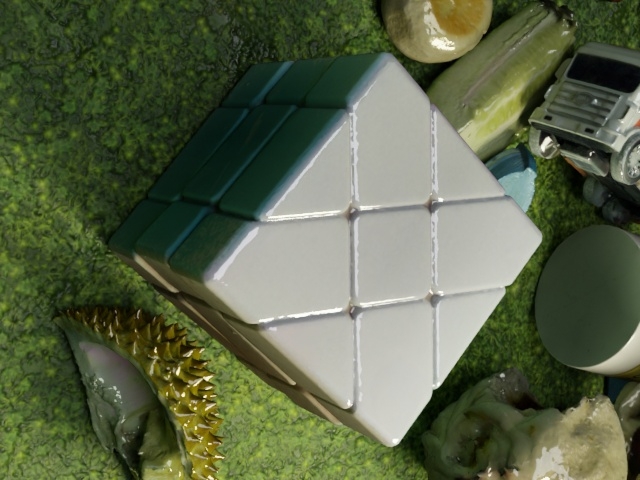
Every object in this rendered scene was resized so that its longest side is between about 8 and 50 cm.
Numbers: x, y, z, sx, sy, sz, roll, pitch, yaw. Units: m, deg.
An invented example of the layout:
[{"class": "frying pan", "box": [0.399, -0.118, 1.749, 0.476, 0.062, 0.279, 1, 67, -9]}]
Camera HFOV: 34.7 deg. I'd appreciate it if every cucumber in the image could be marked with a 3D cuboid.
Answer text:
[{"class": "cucumber", "box": [0.226, -0.195, 1.442, 0.325, 0.105, 0.145, -43, 147, -17]}]

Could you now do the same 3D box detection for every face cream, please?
[{"class": "face cream", "box": [0.465, 0.101, 1.545, 0.179, 0.218, 0.218, 16, 88, -31]}]

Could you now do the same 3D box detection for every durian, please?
[{"class": "durian", "box": [-0.199, 0.211, 1.223, 0.167, 0.172, 0.306, -16, 114, -3]}]

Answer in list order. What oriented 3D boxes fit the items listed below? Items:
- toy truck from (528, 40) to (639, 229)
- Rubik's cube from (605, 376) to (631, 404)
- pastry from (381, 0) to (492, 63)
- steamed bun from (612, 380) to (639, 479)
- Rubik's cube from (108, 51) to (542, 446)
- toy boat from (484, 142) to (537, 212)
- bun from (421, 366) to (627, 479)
[{"class": "toy truck", "box": [0.477, -0.142, 1.492, 0.388, 0.173, 0.206, 31, 87, -46]}, {"class": "Rubik's cube", "box": [0.601, 0.295, 1.657, 0.207, 0.205, 0.205, -2, 97, -31]}, {"class": "pastry", "box": [0.159, -0.318, 1.392, 0.157, 0.092, 0.156, 2, 86, -30]}, {"class": "steamed bun", "box": [0.447, 0.364, 1.498, 0.189, 0.247, 0.428, 36, 107, 7]}, {"class": "Rubik's cube", "box": [0.000, 0.000, 1.211, 0.319, 0.316, 0.321, 45, 75, -27]}, {"class": "toy boat", "box": [0.222, -0.053, 1.453, 0.215, 0.102, 0.088, -48, 119, 1]}, {"class": "bun", "box": [0.265, 0.315, 1.428, 0.205, 0.282, 0.281, 14, 89, -37]}]
